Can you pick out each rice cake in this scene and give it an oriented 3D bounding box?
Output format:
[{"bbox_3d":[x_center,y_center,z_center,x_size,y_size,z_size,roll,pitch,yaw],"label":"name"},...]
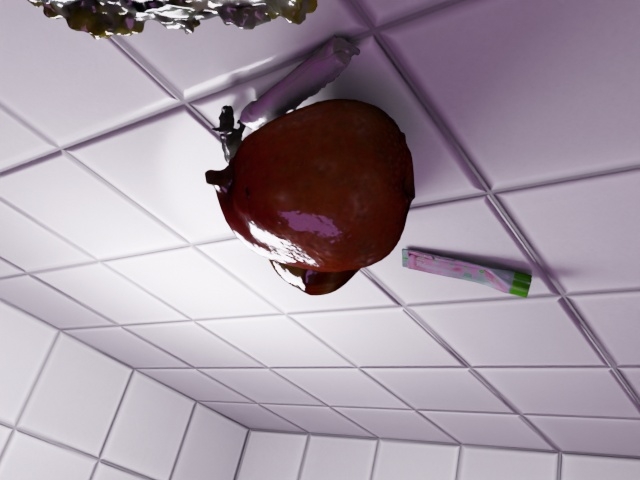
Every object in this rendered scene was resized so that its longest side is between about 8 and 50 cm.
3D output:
[{"bbox_3d":[-0.040,-0.237,1.013,0.055,0.049,0.270,44,144,-20],"label":"rice cake"}]

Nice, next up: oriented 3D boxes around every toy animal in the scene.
[{"bbox_3d":[-0.157,-0.186,1.146,0.047,0.065,0.136,11,150,6],"label":"toy animal"}]

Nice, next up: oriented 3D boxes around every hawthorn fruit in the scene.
[{"bbox_3d":[0.000,-0.079,1.039,0.311,0.295,0.295,-15,143,14],"label":"hawthorn fruit"}]

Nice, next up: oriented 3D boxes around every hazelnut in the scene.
[{"bbox_3d":[0.000,0.000,1.281,0.229,0.230,0.229,12,151,7],"label":"hazelnut"}]

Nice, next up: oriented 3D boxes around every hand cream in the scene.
[{"bbox_3d":[0.309,0.068,1.401,0.275,0.050,0.079,13,127,15],"label":"hand cream"}]

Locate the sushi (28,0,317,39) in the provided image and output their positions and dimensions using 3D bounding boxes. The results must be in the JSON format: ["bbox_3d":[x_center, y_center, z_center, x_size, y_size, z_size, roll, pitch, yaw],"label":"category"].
[{"bbox_3d":[-0.162,-0.352,0.578,0.351,0.240,0.396,-2,171,21],"label":"sushi"}]
